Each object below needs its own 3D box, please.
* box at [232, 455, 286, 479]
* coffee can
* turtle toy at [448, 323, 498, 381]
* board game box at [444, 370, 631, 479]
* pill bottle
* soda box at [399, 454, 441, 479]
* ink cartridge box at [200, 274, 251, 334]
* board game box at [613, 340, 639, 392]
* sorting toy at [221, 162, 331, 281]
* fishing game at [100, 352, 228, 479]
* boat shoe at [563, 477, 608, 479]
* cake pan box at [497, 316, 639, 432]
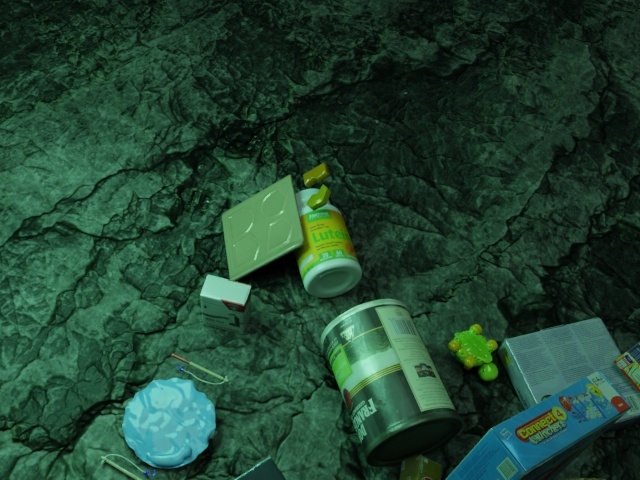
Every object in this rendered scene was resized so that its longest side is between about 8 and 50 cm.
[{"bbox_3d":[-0.102,0.620,1.212,0.294,0.212,0.395,-26,61,-24],"label":"box"},{"bbox_3d":[0.139,0.287,1.508,0.202,0.201,0.275,-12,54,-16],"label":"coffee can"},{"bbox_3d":[0.342,0.254,1.643,0.095,0.066,0.130,-29,62,-26],"label":"turtle toy"},{"bbox_3d":[0.364,0.397,1.343,0.302,0.308,0.086,-15,55,-36],"label":"board game box"},{"bbox_3d":[0.000,0.000,1.752,0.137,0.136,0.245,-9,54,-14],"label":"pill bottle"},{"bbox_3d":[0.184,0.509,1.418,0.061,0.058,0.181,32,49,-23],"label":"soda box"},{"bbox_3d":[-0.205,0.142,1.618,0.099,0.135,0.056,13,55,4],"label":"ink cartridge box"},{"bbox_3d":[0.744,0.309,1.615,0.147,0.045,0.193,-14,61,-46],"label":"board game box"},{"bbox_3d":[-0.096,-0.047,1.740,0.307,0.041,0.229,-28,48,21],"label":"sorting toy"},{"bbox_3d":[-0.300,0.366,1.495,0.189,0.041,0.264,22,61,10],"label":"fishing game"},{"bbox_3d":[0.555,0.498,1.494,0.136,0.045,0.050,7,52,-2],"label":"boat shoe"},{"bbox_3d":[0.560,0.305,1.632,0.267,0.070,0.245,-11,57,-15],"label":"cake pan box"}]
